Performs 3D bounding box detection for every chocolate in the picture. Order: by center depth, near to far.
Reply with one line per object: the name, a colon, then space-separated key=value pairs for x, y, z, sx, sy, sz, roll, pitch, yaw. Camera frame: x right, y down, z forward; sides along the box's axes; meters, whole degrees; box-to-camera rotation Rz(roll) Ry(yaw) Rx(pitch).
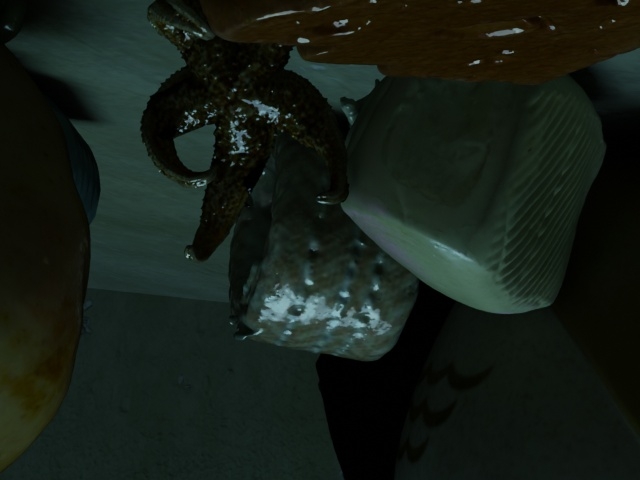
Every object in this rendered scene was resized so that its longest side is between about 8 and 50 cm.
chocolate: x=0.184 y=0.143 z=1.889 sx=0.383 sy=0.383 sz=0.331 roll=7 pitch=175 yaw=6

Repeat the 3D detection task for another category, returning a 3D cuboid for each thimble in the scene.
thimble: x=0.002 y=-0.004 z=1.579 sx=0.148 sy=0.196 sz=0.229 roll=12 pitch=-158 yaw=-12

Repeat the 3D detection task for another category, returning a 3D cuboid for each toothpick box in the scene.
toothpick box: x=0.289 y=0.137 z=1.432 sx=0.409 sy=0.425 sz=0.409 roll=24 pitch=171 yaw=4

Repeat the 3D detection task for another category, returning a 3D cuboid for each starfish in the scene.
starfish: x=-0.046 y=-0.074 z=1.152 sx=0.146 sy=0.190 sz=0.074 roll=11 pitch=-156 yaw=10

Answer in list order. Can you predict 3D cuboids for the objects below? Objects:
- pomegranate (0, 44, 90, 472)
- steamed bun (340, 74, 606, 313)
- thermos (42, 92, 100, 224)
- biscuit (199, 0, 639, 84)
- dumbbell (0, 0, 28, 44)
pomegranate: x=-0.348 y=0.002 z=1.223 sx=0.411 sy=0.411 sz=0.411 roll=8 pitch=173 yaw=1
steamed bun: x=0.095 y=-0.048 z=1.228 sx=0.152 sy=0.170 sz=0.239 roll=21 pitch=178 yaw=20
thermos: x=-0.286 y=-0.077 z=1.558 sx=0.182 sy=0.145 sz=0.286 roll=40 pitch=173 yaw=6
biscuit: x=0.092 y=-0.128 z=0.945 sx=0.284 sy=0.043 sz=0.306 roll=-7 pitch=173 yaw=11
dumbbell: x=-0.246 y=-0.160 z=1.153 sx=0.118 sy=0.046 sz=0.052 roll=12 pitch=167 yaw=-30
